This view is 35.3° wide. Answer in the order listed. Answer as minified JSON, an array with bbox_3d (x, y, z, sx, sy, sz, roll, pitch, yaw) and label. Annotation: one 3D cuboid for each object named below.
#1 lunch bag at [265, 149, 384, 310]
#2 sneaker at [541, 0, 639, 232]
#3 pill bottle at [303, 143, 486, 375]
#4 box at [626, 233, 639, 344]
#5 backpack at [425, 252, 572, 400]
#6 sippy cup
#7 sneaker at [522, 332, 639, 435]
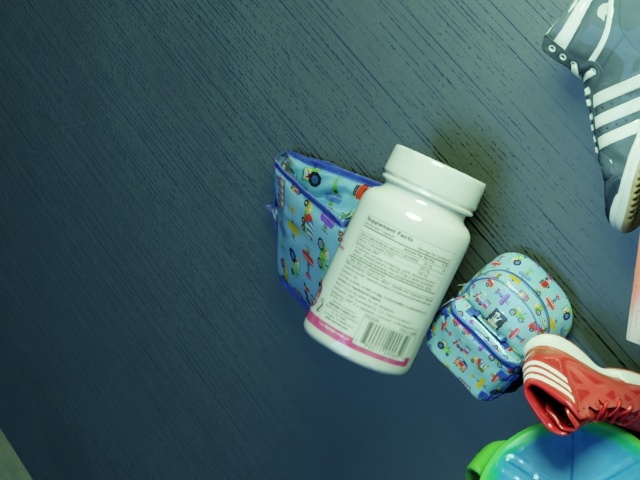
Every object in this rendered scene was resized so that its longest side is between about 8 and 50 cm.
[{"bbox_3d":[0.000,0.000,1.579,0.293,0.138,0.220,31,132,46],"label":"lunch bag"},{"bbox_3d":[0.328,-0.158,1.149,0.153,0.099,0.282,21,116,34],"label":"sneaker"},{"bbox_3d":[0.104,0.025,1.362,0.160,0.160,0.283,29,97,36],"label":"pill bottle"},{"bbox_3d":[0.435,-0.025,1.059,0.142,0.154,0.299,22,123,40],"label":"box"},{"bbox_3d":[0.245,0.111,1.361,0.158,0.117,0.173,50,135,17],"label":"backpack"},{"bbox_3d":[0.339,0.390,1.309,0.305,0.240,0.224,-107,-5,-53],"label":"sippy cup"},{"bbox_3d":[0.343,0.214,1.242,0.221,0.128,0.087,24,129,3],"label":"sneaker"}]
